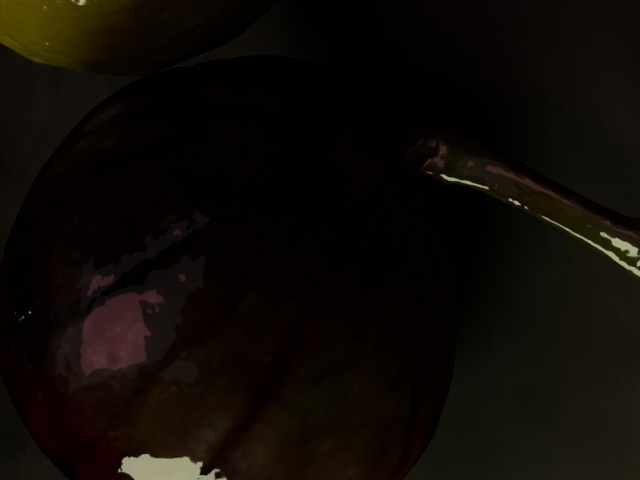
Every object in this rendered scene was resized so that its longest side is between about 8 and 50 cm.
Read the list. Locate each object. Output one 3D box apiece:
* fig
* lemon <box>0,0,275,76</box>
[{"bbox_3d":[-0.017,0.000,0.763,0.249,0.186,0.203,-49,38,43],"label":"fig"},{"bbox_3d":[-0.083,-0.170,0.806,0.231,0.192,0.192,-52,54,49],"label":"lemon"}]
